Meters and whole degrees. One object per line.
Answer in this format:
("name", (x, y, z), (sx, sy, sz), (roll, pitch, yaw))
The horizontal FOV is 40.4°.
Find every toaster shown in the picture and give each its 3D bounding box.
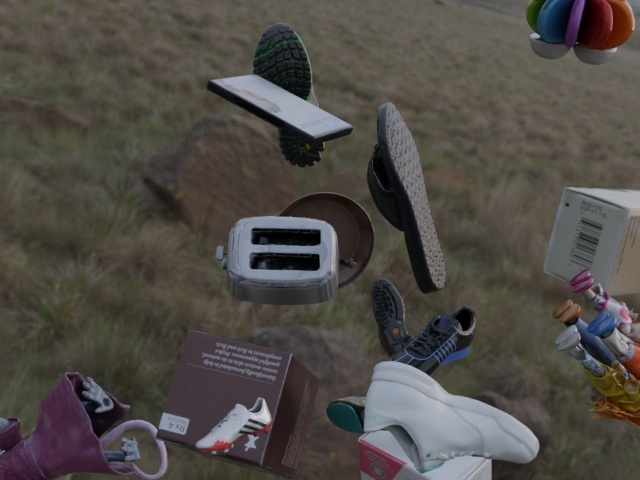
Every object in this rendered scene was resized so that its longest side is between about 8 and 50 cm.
("toaster", (-0.053, 0.033, 1.415), (0.227, 0.129, 0.146), (3, -14, 1))

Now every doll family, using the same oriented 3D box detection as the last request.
("doll family", (0.385, 0.158, 1.161), (0.163, 0.118, 0.263), (44, 18, -6))

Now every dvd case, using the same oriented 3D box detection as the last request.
("dvd case", (-0.078, -0.263, 1.725), (0.253, 0.022, 0.180), (31, 25, 17))

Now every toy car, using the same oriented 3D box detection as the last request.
("toy car", (0.443, -0.376, 1.479), (0.182, 0.159, 0.136), (9, 30, 6))

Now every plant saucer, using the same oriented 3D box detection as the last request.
("plant saucer", (0.000, 0.000, 1.605), (0.199, 0.198, 0.036), (11, 19, -14))

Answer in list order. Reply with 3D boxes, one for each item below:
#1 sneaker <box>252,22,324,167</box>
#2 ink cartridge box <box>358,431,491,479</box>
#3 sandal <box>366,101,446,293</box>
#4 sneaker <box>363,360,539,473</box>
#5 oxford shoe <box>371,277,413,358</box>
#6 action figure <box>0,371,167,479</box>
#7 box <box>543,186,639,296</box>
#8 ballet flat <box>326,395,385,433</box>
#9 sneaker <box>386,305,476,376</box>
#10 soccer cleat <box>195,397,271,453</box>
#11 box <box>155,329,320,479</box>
("sneaker", (-0.077, -0.352, 2.074), (0.134, 0.343, 0.146), (-9, 30, 4))
("ink cartridge box", (0.181, 0.469, 1.504), (0.207, 0.282, 0.117), (19, 34, 41))
("sandal", (0.175, -0.091, 1.980), (0.107, 0.445, 0.167), (-13, 1, 25))
("sneaker", (0.138, 0.215, 0.951), (0.212, 0.094, 0.080), (26, -25, -12))
("oxford shoe", (0.164, 0.206, 2.139), (0.083, 0.227, 0.096), (-13, -5, -22))
("action figure", (-0.529, 0.402, 1.670), (0.276, 0.370, 0.248), (33, 30, -55))
("box", (0.514, -0.002, 1.391), (0.311, 0.147, 0.121), (-3, 19, -37))
("ballet flat", (0.075, 0.258, 1.297), (0.052, 0.057, 0.168), (-23, 8, -34))
("sneaker", (0.196, 0.184, 1.547), (0.081, 0.090, 0.232), (28, 33, 32))
("soccer cleat", (-0.081, 0.172, 0.808), (0.083, 0.035, 0.029), (-13, 9, -39))
("box", (-0.116, 0.253, 1.319), (0.169, 0.167, 0.203), (11, -18, 16))
